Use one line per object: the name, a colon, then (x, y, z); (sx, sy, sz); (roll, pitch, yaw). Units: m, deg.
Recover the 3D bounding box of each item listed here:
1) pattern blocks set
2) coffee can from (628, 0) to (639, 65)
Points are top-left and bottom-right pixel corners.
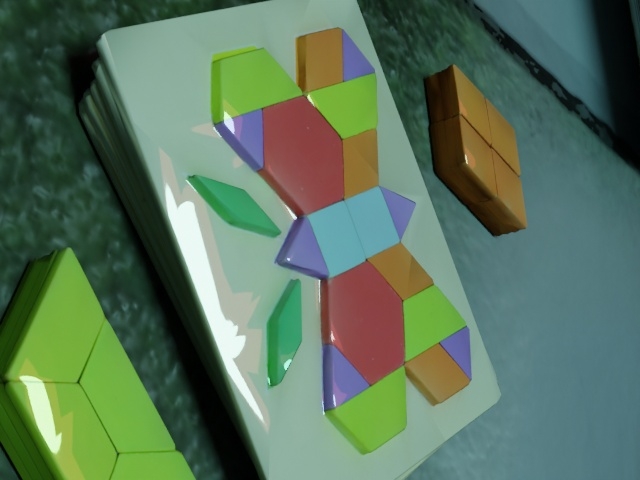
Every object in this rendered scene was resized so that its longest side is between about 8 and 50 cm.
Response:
pattern blocks set: (0.000, 0.000, 0.436); (0.325, 0.026, 0.285); (59, 41, -15)
coffee can: (0.254, -0.187, 0.665); (0.201, 0.201, 0.275); (9, 69, -47)
